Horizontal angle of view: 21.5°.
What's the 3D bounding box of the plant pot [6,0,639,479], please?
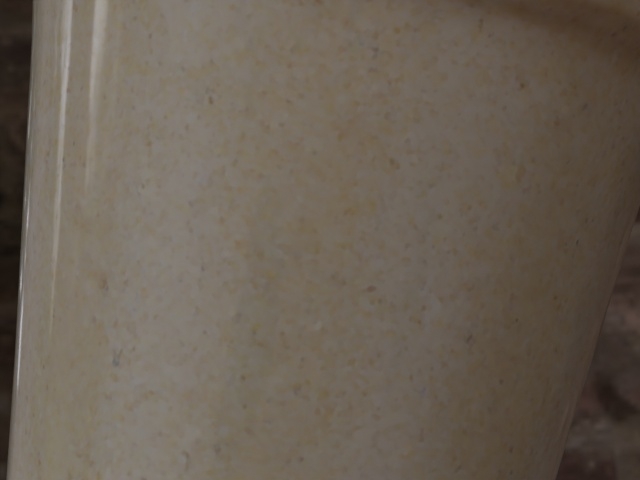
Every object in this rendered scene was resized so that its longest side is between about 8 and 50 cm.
[{"bbox_3d":[0.000,0.000,0.728,0.334,0.305,0.334,10,-5,1],"label":"plant pot"}]
